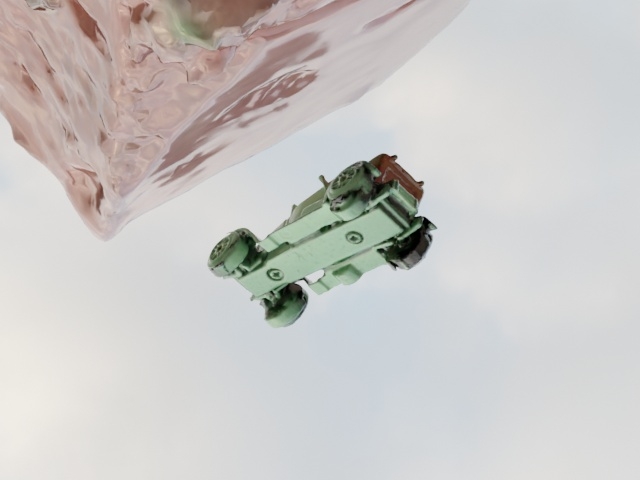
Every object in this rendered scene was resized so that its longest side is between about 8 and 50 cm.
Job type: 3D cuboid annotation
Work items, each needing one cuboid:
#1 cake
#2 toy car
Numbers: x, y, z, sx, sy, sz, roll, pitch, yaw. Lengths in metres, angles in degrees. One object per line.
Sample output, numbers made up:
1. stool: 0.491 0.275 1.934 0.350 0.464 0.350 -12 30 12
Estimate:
1. cake: -0.078 -0.207 0.797 0.293 0.314 0.307 -34 -94 -24
2. toy car: 0.000 0.000 0.925 0.143 0.073 0.054 -28 -146 36
